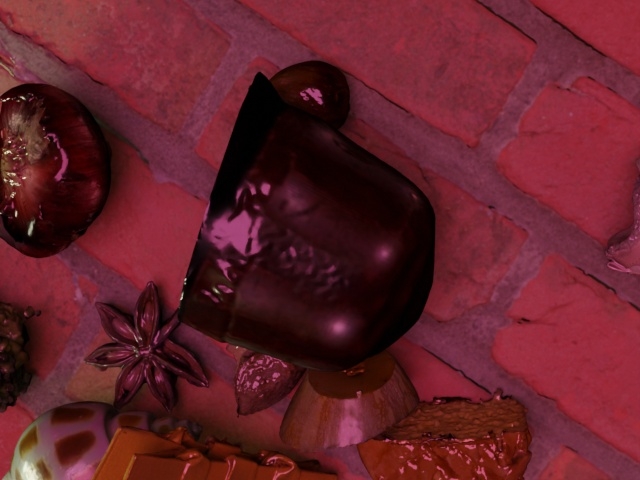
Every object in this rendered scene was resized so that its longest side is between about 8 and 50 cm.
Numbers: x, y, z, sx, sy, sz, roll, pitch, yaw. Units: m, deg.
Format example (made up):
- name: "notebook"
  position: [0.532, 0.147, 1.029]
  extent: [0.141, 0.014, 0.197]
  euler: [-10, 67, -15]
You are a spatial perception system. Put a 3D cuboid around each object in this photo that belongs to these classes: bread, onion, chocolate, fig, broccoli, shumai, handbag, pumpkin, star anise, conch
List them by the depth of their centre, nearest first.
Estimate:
- name: "chocolate"
  position: [0.000, 0.000, 1.602]
  extent: [0.331, 0.383, 0.383]
  euler: [16, 99, -1]
- name: "pumpkin"
  position: [0.036, 0.221, 1.667]
  extent: [0.217, 0.217, 0.110]
  euler: [-6, 105, 12]
- name: "handbag"
  position: [-0.176, 0.424, 1.680]
  extent: [0.133, 0.401, 0.283]
  euler: [37, 105, 49]
- name: "bread"
  position: [0.187, 0.324, 1.691]
  extent: [0.260, 0.160, 0.147]
  euler: [-7, 103, 9]
- name: "fig"
  position: [-0.032, -0.216, 1.700]
  extent: [0.155, 0.103, 0.109]
  euler: [0, 74, 3]
- name: "shumai"
  position: [-0.097, 0.194, 1.754]
  extent: [0.145, 0.145, 0.116]
  euler: [-41, 68, 13]
- name: "onion"
  position: [-0.408, -0.109, 1.756]
  extent: [0.272, 0.195, 0.272]
  euler: [8, 100, 51]
- name: "conch"
  position: [-0.350, 0.363, 1.766]
  extent: [0.368, 0.197, 0.249]
  euler: [-3, 135, 33]
- name: "broccoli"
  position: [-0.606, 0.148, 1.795]
  extent: [0.293, 0.348, 0.281]
  euler: [5, 88, -32]
- name: "star anise"
  position: [-0.287, 0.178, 1.809]
  extent: [0.197, 0.073, 0.212]
  euler: [-15, 91, 10]

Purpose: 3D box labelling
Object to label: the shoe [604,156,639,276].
- name: "shoe"
  position: [0.532, -0.075, 1.566]
  extent: [0.198, 0.172, 0.351]
  euler: [21, 98, 12]
